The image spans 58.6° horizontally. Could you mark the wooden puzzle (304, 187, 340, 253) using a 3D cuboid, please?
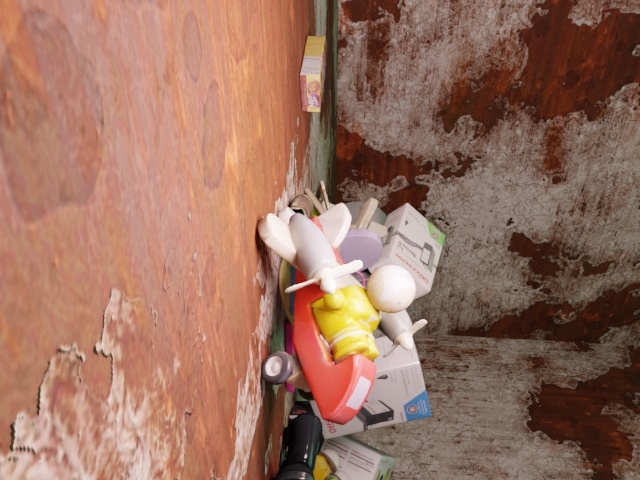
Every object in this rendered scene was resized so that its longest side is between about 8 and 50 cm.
[{"bbox_3d":[0.000,0.000,1.609,0.221,0.044,0.238,-123,-158,-48],"label":"wooden puzzle"}]

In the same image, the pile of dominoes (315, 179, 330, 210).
[{"bbox_3d":[0.001,-0.051,1.671,0.251,0.040,0.195,115,-39,-80],"label":"pile of dominoes"}]

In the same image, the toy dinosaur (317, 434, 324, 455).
[{"bbox_3d":[-0.014,0.728,1.972,0.314,0.121,0.160,-17,108,-54],"label":"toy dinosaur"}]

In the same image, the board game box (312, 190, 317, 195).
[{"bbox_3d":[-0.014,-0.036,1.948,0.136,0.031,0.259,-16,109,-83],"label":"board game box"}]

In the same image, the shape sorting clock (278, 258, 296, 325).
[{"bbox_3d":[-0.030,0.114,1.238,0.206,0.040,0.206,28,56,-52],"label":"shape sorting clock"}]

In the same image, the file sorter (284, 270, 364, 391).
[{"bbox_3d":[0.019,0.216,1.452,0.290,0.183,0.202,-80,172,-63],"label":"file sorter"}]

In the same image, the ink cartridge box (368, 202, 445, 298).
[{"bbox_3d":[0.300,0.040,1.958,0.115,0.198,0.272,-34,-157,45],"label":"ink cartridge box"}]

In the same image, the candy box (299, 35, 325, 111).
[{"bbox_3d":[-0.017,-0.428,1.462,0.109,0.053,0.186,89,6,-49],"label":"candy box"}]

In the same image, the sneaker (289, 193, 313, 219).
[{"bbox_3d":[-0.051,-0.009,1.297,0.071,0.066,0.188,-42,131,-61],"label":"sneaker"}]

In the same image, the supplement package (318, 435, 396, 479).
[{"bbox_3d":[0.091,0.792,1.859,0.262,0.198,0.199,-67,151,-13],"label":"supplement package"}]

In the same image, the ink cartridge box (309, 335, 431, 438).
[{"bbox_3d":[0.125,0.398,1.557,0.129,0.308,0.223,-97,172,-56],"label":"ink cartridge box"}]

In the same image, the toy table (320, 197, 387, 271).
[{"bbox_3d":[0.100,-0.015,1.867,0.274,0.252,0.160,-28,-137,44],"label":"toy table"}]

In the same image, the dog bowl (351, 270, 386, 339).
[{"bbox_3d":[0.122,0.261,2.007,0.102,0.349,0.348,-126,-149,-55],"label":"dog bowl"}]

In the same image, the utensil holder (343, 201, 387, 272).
[{"bbox_3d":[0.148,0.045,2.236,0.385,0.328,0.327,-83,175,-66],"label":"utensil holder"}]

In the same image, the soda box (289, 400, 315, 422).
[{"bbox_3d":[-0.047,0.478,1.540,0.169,0.060,0.053,37,52,-86],"label":"soda box"}]

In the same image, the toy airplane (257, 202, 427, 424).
[{"bbox_3d":[0.047,0.089,1.065,0.386,0.273,0.384,-38,109,-62],"label":"toy airplane"}]

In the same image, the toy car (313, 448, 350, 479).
[{"bbox_3d":[-0.010,0.728,1.727,0.136,0.159,0.181,-14,-75,54],"label":"toy car"}]

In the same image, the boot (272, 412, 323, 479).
[{"bbox_3d":[-0.048,0.473,1.259,0.246,0.094,0.207,98,2,-49],"label":"boot"}]
